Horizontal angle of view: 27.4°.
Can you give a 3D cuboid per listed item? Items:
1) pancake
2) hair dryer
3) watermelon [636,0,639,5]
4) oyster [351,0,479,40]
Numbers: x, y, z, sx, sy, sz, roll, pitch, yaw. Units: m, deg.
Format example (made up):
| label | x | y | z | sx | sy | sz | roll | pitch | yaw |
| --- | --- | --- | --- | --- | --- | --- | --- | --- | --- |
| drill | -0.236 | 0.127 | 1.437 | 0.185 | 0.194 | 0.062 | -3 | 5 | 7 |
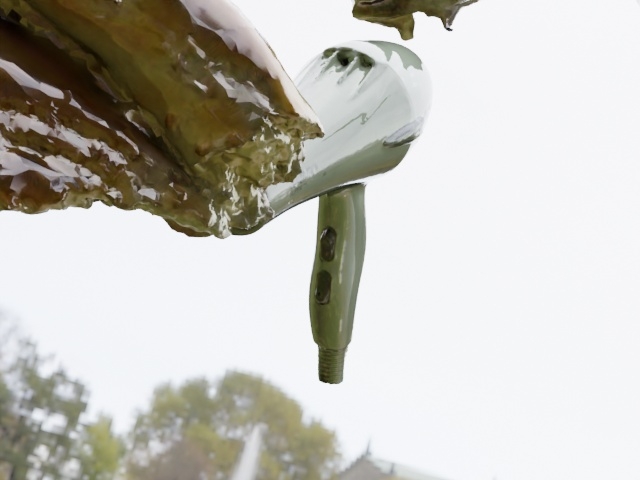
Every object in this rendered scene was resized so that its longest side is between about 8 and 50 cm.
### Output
| label | x | y | z | sx | sy | sz | roll | pitch | yaw |
| --- | --- | --- | --- | --- | --- | --- | --- | --- | --- |
| pancake | -0.145 | -0.063 | 0.465 | 0.266 | 0.244 | 0.057 | 44 | -34 | -4 |
| hair dryer | -0.010 | -0.011 | 0.760 | 0.088 | 0.225 | 0.219 | 17 | 9 | 23 |
| watermelon | 0.210 | -0.130 | 0.427 | 0.264 | 0.151 | 0.302 | 45 | -54 | 11 |
| oyster | 0.177 | -0.279 | 1.114 | 0.271 | 0.100 | 0.275 | -1 | -33 | -34 |
